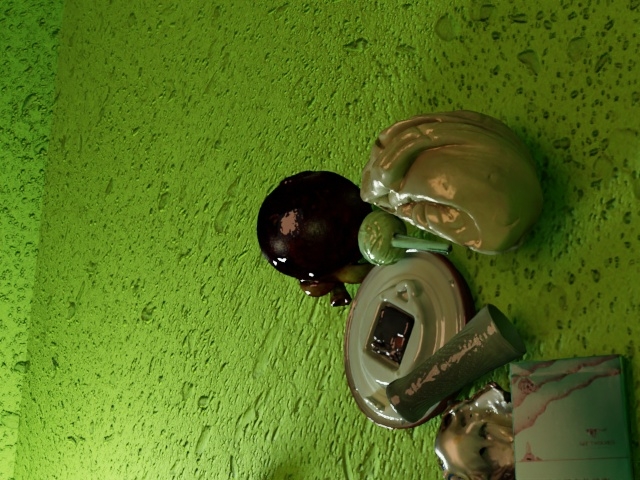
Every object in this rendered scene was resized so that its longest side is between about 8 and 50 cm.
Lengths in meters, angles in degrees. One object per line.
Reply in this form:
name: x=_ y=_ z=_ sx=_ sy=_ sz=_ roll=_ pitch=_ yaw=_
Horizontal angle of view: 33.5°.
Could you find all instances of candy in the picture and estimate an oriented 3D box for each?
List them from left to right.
candy: x=0.144 y=0.002 z=1.732 sx=0.093 sy=0.092 sz=0.335 roll=-53 pitch=15 yaw=-9

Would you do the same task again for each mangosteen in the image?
mangosteen: x=0.000 y=0.000 z=1.983 sx=0.228 sy=0.228 sz=0.265 roll=-12 pitch=101 yaw=53

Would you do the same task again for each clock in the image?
clock: x=0.142 y=0.165 z=1.835 sx=0.318 sy=0.080 sz=0.318 roll=-23 pitch=62 yaw=51

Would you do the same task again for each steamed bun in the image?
steamed bun: x=0.214 y=-0.108 z=1.667 sx=0.289 sy=0.276 sz=0.203 roll=-78 pitch=8 yaw=-83

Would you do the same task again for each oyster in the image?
oyster: x=0.264 y=0.328 z=1.605 sx=0.214 sy=0.083 sz=0.222 roll=-29 pitch=57 yaw=49

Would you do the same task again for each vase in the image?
vase: x=0.206 y=0.199 z=1.665 sx=0.219 sy=0.096 sz=0.096 roll=-39 pitch=47 yaw=19

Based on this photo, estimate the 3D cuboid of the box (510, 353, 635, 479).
box: x=0.350 y=0.276 z=1.479 sx=0.161 sy=0.042 sz=0.226 roll=-8 pitch=71 yaw=23
